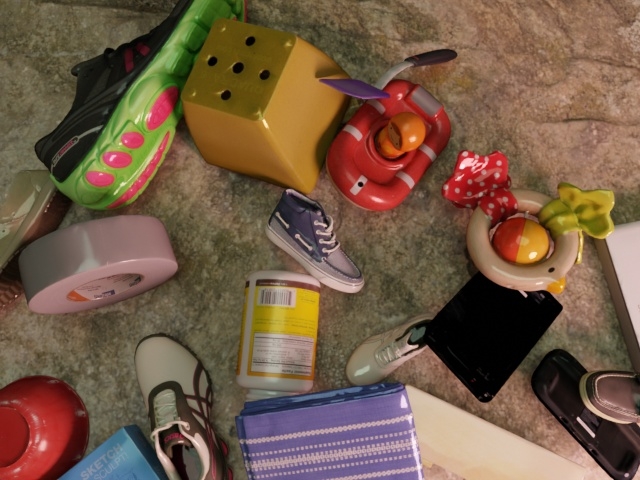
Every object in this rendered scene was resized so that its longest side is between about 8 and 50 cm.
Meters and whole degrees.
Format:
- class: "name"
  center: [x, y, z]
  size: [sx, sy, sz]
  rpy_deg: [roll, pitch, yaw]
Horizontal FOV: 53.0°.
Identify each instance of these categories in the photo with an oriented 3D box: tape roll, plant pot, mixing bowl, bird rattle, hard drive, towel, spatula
- class: "tape roll"
  center: [-0.330, 0.039, 0.963]
  size: [0.219, 0.219, 0.072]
  rpy_deg: [-20, 76, -2]
- class: "plant pot"
  center: [-0.094, -0.224, 1.005]
  size: [0.212, 0.187, 0.212]
  rpy_deg: [19, 80, 20]
- class: "mixing bowl"
  center: [-0.458, 0.294, 0.972]
  size: [0.181, 0.098, 0.181]
  rpy_deg: [-1, 76, 3]
- class: "bird rattle"
  center: [0.303, -0.028, 0.972]
  size: [0.253, 0.143, 0.207]
  rpy_deg: [19, 64, 4]
- class: "hard drive"
  center: [0.636, 0.059, 1.000]
  size: [0.353, 0.047, 0.233]
  rpy_deg: [-12, 76, 0]
- class: "towel"
  center: [0.030, 0.370, 0.900]
  size: [0.243, 0.040, 0.336]
  rpy_deg: [-10, 98, 6]
- class: "spatula"
  center: [0.127, -0.269, 1.024]
  size: [0.296, 0.030, 0.084]
  rpy_deg: [-29, 48, -34]

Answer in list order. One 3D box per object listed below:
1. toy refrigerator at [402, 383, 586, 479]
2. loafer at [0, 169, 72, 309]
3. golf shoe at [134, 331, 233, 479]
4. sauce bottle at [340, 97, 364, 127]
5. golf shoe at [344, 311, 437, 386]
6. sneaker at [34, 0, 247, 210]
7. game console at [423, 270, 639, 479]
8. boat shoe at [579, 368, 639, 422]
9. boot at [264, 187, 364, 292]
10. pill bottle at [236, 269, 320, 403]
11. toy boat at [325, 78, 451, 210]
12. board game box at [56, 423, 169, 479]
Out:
- class: "toy refrigerator"
  center: [0.226, 0.308, 0.934]
  size: [0.269, 0.102, 0.094]
  rpy_deg: [25, 79, 7]
- class: "loafer"
  center: [-0.504, -0.003, 1.048]
  size: [0.092, 0.102, 0.269]
  rpy_deg: [22, 70, 9]
- class: "golf shoe"
  center: [-0.209, 0.259, 0.959]
  size: [0.105, 0.120, 0.273]
  rpy_deg: [-27, 76, -2]
- class: "sauce bottle"
  center: [0.015, -0.207, 1.095]
  size: [0.128, 0.042, 0.042]
  rpy_deg: [-19, 77, 3]
- class: "golf shoe"
  center: [0.112, 0.162, 0.982]
  size: [0.176, 0.086, 0.069]
  rpy_deg: [-34, 79, -4]
- class: "sneaker"
  center: [-0.289, -0.281, 1.052]
  size: [0.202, 0.185, 0.483]
  rpy_deg: [28, 71, 17]
- class: "game console"
  center: [0.333, 0.205, 0.949]
  size: [0.213, 0.044, 0.361]
  rpy_deg: [-38, 82, -31]
- class: "boat shoe"
  center: [0.484, 0.226, 0.926]
  size: [0.223, 0.073, 0.080]
  rpy_deg: [15, 64, -13]
- class: "boot"
  center: [0.000, 0.000, 1.015]
  size: [0.190, 0.069, 0.086]
  rpy_deg: [34, 123, 10]
- class: "pill bottle"
  center: [-0.065, 0.159, 0.974]
  size: [0.117, 0.117, 0.215]
  rpy_deg: [4, 77, 4]
- class: "toy boat"
  center: [0.116, -0.156, 1.007]
  size: [0.151, 0.151, 0.231]
  rpy_deg: [40, 77, -5]
- class: "board game box"
  center: [-0.339, 0.468, 0.942]
  size: [0.316, 0.064, 0.242]
  rpy_deg: [-39, 78, -6]
